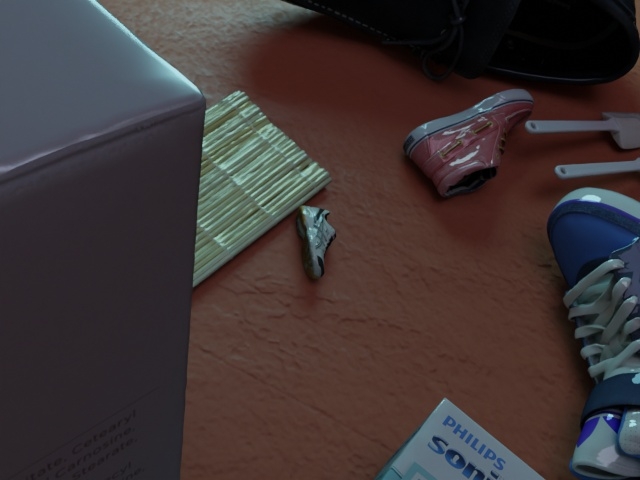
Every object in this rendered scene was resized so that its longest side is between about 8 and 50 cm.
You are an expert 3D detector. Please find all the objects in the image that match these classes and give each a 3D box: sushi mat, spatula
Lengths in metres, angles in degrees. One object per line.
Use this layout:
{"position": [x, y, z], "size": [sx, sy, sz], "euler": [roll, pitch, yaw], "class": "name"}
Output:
{"position": [-0.138, -0.032, 0.910], "size": [0.151, 0.019, 0.316], "euler": [43, 53, 11], "class": "sushi mat"}
{"position": [0.344, -0.087, 1.105], "size": [0.242, 0.019, 0.168], "euler": [-6, 64, -34], "class": "spatula"}

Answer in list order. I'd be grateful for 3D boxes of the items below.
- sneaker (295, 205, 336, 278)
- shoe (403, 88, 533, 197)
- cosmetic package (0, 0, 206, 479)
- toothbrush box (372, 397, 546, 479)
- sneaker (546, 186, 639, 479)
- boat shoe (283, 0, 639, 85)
{"position": [0.000, 0.000, 0.929], "size": [0.037, 0.032, 0.083], "euler": [3, 56, -18], "class": "sneaker"}
{"position": [0.183, -0.107, 1.054], "size": [0.178, 0.063, 0.081], "euler": [-23, 68, -26], "class": "shoe"}
{"position": [-0.294, 0.042, 0.526], "size": [0.327, 0.393, 0.329], "euler": [-27, 56, -33], "class": "cosmetic package"}
{"position": [0.080, 0.301, 0.689], "size": [0.216, 0.126, 0.295], "euler": [40, 51, 10], "class": "toothbrush box"}
{"position": [0.288, 0.112, 0.891], "size": [0.236, 0.130, 0.322], "euler": [-29, 75, -38], "class": "sneaker"}
{"position": [0.165, -0.286, 1.098], "size": [0.500, 0.186, 0.156], "euler": [8, 48, -21], "class": "boat shoe"}
